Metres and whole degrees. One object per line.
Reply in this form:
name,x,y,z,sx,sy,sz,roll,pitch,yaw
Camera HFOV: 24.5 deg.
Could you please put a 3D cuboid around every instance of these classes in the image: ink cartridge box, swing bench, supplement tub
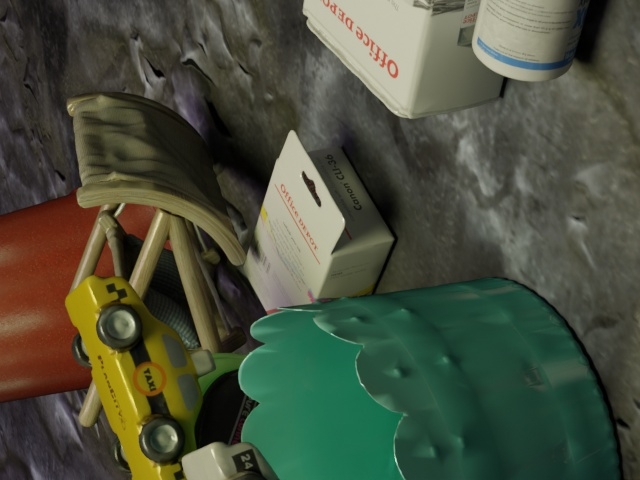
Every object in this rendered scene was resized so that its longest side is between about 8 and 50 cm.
ink cartridge box,0.000,0.000,1.305,0.115,0.067,0.198,60,150,29
swing bench,-0.164,0.010,1.453,0.253,0.165,0.255,-113,25,-62
ink cartridge box,0.072,-0.219,1.044,0.158,0.092,0.218,51,141,40
supplement tub,0.141,-0.164,0.960,0.071,0.071,0.107,51,144,40

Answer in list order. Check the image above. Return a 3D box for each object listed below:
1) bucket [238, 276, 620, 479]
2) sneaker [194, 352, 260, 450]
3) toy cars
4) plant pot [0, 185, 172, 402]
bucket,0.077,0.163,1.104,0.281,0.183,0.281,35,131,53
sneaker,-0.027,0.328,1.355,0.185,0.202,0.483,-114,11,-69
toy cars,-0.079,0.168,1.119,0.394,0.087,0.177,46,145,41
plant pot,-0.324,0.069,1.736,0.272,0.265,0.273,34,130,53
